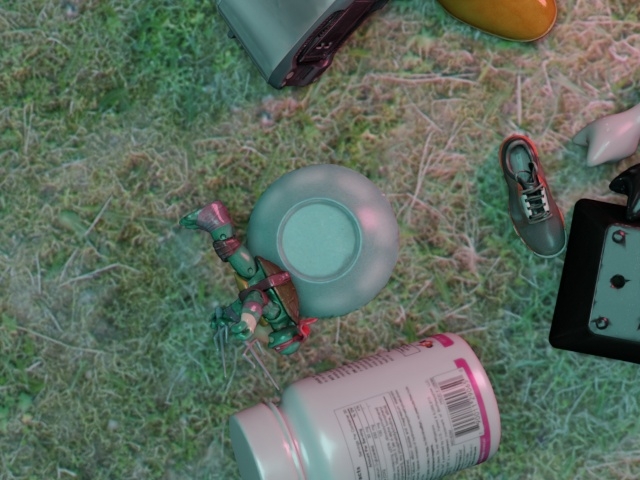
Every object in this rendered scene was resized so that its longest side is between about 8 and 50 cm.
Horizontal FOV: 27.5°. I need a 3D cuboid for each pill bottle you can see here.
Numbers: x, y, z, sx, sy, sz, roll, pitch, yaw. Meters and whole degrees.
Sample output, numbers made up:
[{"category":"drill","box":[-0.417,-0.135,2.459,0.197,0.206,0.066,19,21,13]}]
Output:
[{"category":"pill bottle","box":[0.049,0.220,1.508,0.283,0.160,0.160,-16,87,-15]}]

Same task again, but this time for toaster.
[{"category":"toaster","box":[-0.018,-0.300,1.570,0.146,0.129,0.227,49,117,9]}]

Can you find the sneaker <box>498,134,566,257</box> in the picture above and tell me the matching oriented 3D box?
[{"category":"sneaker","box":[0.251,-0.052,1.576,0.061,0.065,0.157,-22,86,7]}]

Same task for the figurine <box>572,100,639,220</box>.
[{"category":"figurine","box":[0.405,-0.128,1.503,0.209,0.215,0.092,-35,119,8]}]

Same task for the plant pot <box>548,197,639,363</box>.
[{"category":"plant pot","box":[0.376,0.053,1.507,0.188,0.167,0.188,11,89,7]}]

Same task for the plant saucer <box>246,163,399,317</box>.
[{"category":"plant saucer","box":[0.000,0.000,1.624,0.195,0.037,0.194,0,88,8]}]

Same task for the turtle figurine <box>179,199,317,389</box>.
[{"category":"turtle figurine","box":[-0.089,0.068,1.582,0.118,0.175,0.234,-25,85,-19]}]

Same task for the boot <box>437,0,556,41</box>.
[{"category":"boot","box":[0.149,-0.342,1.522,0.295,0.211,0.104,38,95,7]}]
